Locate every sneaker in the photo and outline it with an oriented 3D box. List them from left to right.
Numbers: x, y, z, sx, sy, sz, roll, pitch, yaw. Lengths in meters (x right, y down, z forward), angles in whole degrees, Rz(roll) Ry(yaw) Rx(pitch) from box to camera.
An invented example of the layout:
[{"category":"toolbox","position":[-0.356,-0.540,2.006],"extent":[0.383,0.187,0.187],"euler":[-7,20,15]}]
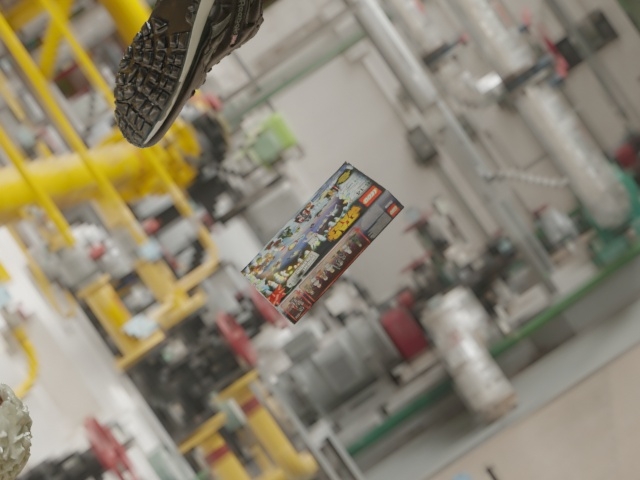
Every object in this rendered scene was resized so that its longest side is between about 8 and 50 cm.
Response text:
[{"category":"sneaker","position":[-0.122,-0.221,1.867],"extent":[0.124,0.107,0.283],"euler":[9,-66,-42]}]

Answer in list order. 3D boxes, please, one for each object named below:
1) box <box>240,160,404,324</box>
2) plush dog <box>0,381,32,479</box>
[{"category":"box","position":[0.000,0.000,1.456],"extent":[0.137,0.027,0.094],"euler":[-47,29,-2]},{"category":"plush dog","position":[-0.323,0.223,1.175],"extent":[0.262,0.210,0.225],"euler":[3,39,25]}]
